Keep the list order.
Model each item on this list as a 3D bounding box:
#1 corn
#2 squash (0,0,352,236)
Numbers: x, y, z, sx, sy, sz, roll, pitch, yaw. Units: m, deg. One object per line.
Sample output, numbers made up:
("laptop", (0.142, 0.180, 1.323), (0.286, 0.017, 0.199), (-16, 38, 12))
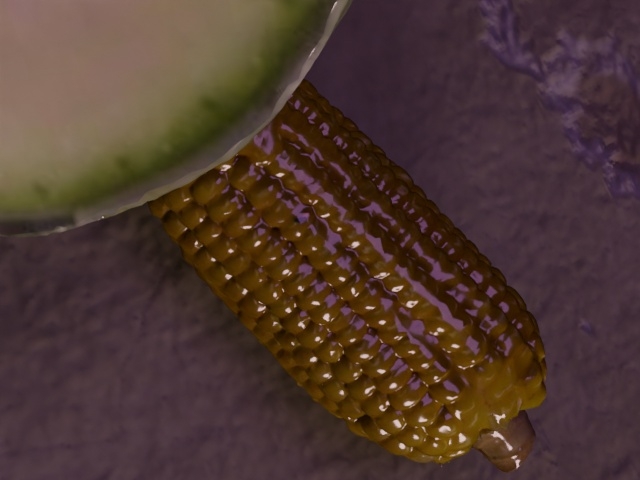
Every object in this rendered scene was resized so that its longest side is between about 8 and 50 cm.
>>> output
("corn", (0.000, 0.000, 0.601), (0.261, 0.097, 0.097), (47, 60, -12))
("squash", (-0.057, -0.216, 0.447), (0.263, 0.263, 0.384), (44, 37, -15))
